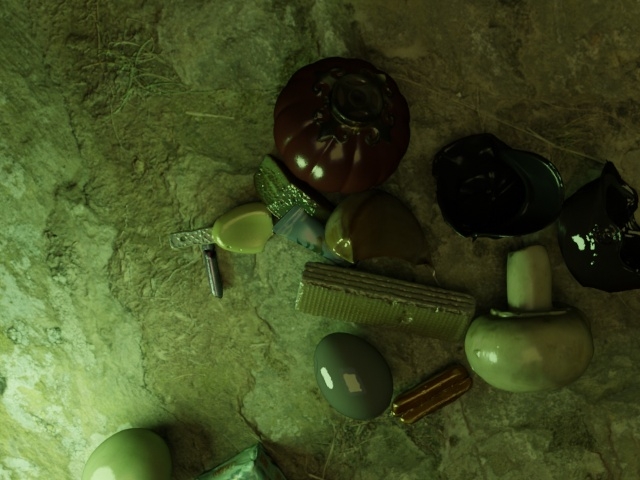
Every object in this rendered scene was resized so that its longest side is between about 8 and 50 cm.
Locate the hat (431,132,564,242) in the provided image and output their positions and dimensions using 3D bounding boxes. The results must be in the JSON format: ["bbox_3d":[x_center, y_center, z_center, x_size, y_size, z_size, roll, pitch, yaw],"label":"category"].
[{"bbox_3d":[0.420,-0.092,1.683,0.209,0.336,0.238,21,92,-43],"label":"hat"}]

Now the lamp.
[{"bbox_3d":[0.045,-0.247,1.632,0.303,0.257,0.303,4,71,-12],"label":"lamp"}]

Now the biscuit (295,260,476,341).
[{"bbox_3d":[0.155,0.153,1.834,0.426,0.078,0.144,11,138,0],"label":"biscuit"}]

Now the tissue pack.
[{"bbox_3d":[-0.172,0.727,2.032,0.228,0.128,0.310,-32,102,12],"label":"tissue pack"}]

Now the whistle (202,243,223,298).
[{"bbox_3d":[-0.268,0.059,1.867,0.033,0.033,0.176,-7,108,5],"label":"whistle"}]

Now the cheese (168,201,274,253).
[{"bbox_3d":[-0.233,-0.016,1.813,0.256,0.050,0.127,-10,114,-4],"label":"cheese"}]

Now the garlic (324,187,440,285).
[{"bbox_3d":[0.142,-0.003,1.753,0.151,0.196,0.338,-28,150,36],"label":"garlic"}]

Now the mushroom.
[{"bbox_3d":[0.480,0.183,1.765,0.315,0.314,0.336,-4,82,4],"label":"mushroom"}]

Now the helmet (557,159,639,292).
[{"bbox_3d":[0.631,-0.016,1.720,0.177,0.225,0.305,-22,98,40],"label":"helmet"}]

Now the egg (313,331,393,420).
[{"bbox_3d":[0.077,0.330,1.864,0.176,0.176,0.232,-34,104,12],"label":"egg"}]

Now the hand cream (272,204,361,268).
[{"bbox_3d":[0.000,0.000,1.770,0.088,0.055,0.256,-43,130,18],"label":"hand cream"}]

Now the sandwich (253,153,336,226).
[{"bbox_3d":[-0.052,-0.088,1.782,0.258,0.096,0.094,38,111,-7],"label":"sandwich"}]

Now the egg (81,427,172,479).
[{"bbox_3d":[-0.499,0.608,1.959,0.219,0.219,0.269,27,108,-6],"label":"egg"}]

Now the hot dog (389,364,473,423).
[{"bbox_3d":[0.278,0.395,1.936,0.236,0.062,0.092,-29,105,8],"label":"hot dog"}]
